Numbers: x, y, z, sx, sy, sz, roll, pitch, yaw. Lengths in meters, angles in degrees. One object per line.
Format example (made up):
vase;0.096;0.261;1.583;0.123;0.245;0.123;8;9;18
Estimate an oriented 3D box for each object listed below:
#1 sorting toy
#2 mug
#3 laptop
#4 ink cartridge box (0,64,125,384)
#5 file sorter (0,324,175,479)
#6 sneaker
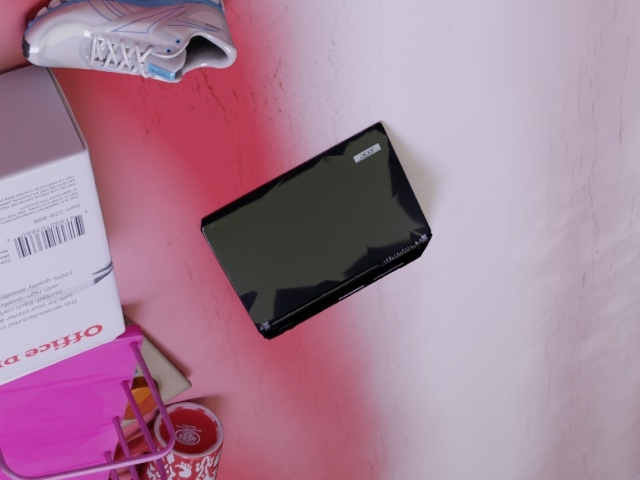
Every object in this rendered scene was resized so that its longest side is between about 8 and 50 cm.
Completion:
sorting toy;-0.320;0.216;1.525;0.307;0.041;0.229;-32;148;1
mug;-0.201;0.305;1.682;0.150;0.113;0.169;-12;140;-29
laptop;0.000;0.000;1.518;0.234;0.136;0.264;-28;173;-2
ink cartridge box;-0.309;0.004;1.171;0.211;0.121;0.289;-20;146;-16
file sorter;-0.292;0.269;1.426;0.202;0.182;0.290;-7;137;-28
sneaker;-0.157;-0.169;1.098;0.191;0.083;0.071;-12;145;-25
